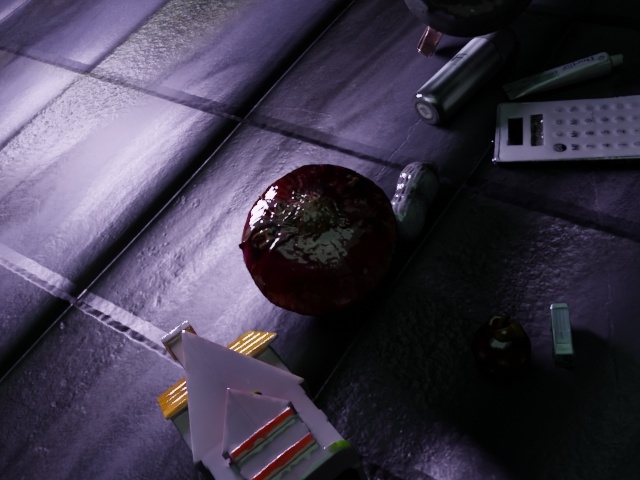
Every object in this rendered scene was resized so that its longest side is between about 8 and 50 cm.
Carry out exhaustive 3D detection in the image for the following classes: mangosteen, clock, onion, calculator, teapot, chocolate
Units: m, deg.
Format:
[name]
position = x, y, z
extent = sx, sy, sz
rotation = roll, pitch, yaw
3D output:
[mangosteen]
position = 0.244, 0.144, 0.962
extent = 0.080, 0.081, 0.081
rotation = -8, 49, 10
[clock]
position = -0.079, 0.232, 0.879
extent = 0.166, 0.235, 0.309
rotation = -36, 50, -16
[onion]
position = 0.000, 0.000, 1.085
extent = 0.246, 0.190, 0.247
rotation = 0, 62, 0
[calculator]
position = 0.431, -0.189, 1.225
extent = 0.261, 0.021, 0.161
rotation = 0, 51, 16
[teapot]
position = 0.265, -0.487, 1.324
extent = 0.253, 0.300, 0.344
rotation = 29, 18, 2
[chocolate]
position = 0.152, -0.066, 1.172
extent = 0.072, 0.072, 0.167
rotation = 10, 56, 24

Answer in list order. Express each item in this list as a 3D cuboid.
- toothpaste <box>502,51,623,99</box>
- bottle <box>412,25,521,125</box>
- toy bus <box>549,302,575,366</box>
[toothpaste]
position = 0.448, -0.304, 1.307
extent = 0.218, 0.041, 0.064
rotation = -15, 36, 7
[bottle]
position = 0.283, -0.314, 1.337
extent = 0.096, 0.079, 0.253
rotation = 35, 67, 25
[toy bus]
position = 0.332, 0.130, 0.973
extent = 0.031, 0.037, 0.083
rotation = -3, 51, 15
